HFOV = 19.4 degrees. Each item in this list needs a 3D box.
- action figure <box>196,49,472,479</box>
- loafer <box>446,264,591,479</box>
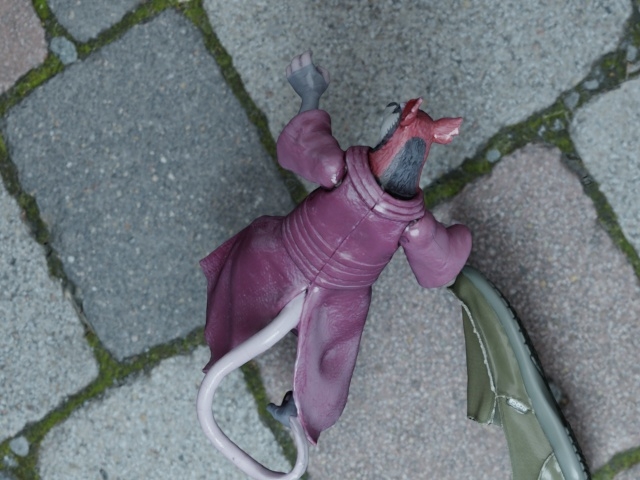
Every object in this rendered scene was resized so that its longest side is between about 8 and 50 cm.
[{"bbox_3d":[0.000,0.000,1.762,0.248,0.276,0.370,35,129,1],"label":"action figure"},{"bbox_3d":[0.174,0.143,1.805,0.087,0.094,0.251,-26,77,8],"label":"loafer"}]
